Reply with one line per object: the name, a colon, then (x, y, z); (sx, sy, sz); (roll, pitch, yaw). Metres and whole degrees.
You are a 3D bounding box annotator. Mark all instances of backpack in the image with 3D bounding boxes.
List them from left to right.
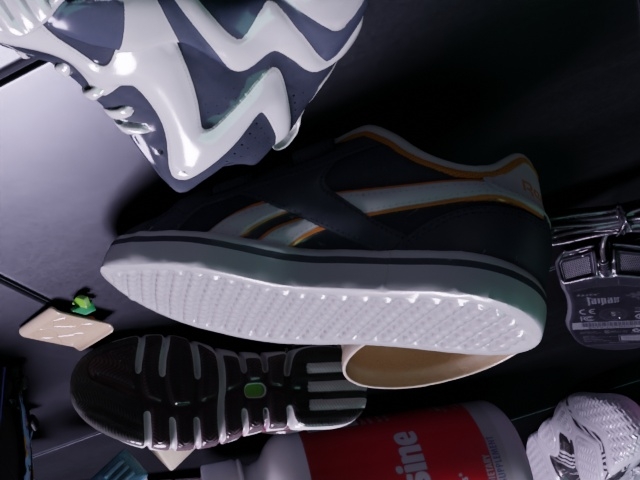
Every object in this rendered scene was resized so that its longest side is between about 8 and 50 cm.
backpack: (-0.327, 0.223, 0.723); (0.117, 0.173, 0.158); (-3, 149, -17)

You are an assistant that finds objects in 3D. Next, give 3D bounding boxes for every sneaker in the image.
sneaker: (-0.101, -0.082, 0.382); (0.235, 0.094, 0.153); (-9, 142, -26)
sneaker: (-0.105, 0.166, 0.789); (0.281, 0.106, 0.162); (5, 160, -13)
sneaker: (0.000, 0.000, 0.547); (0.321, 0.127, 0.126); (2, 151, 24)
sneaker: (0.471, 0.309, 1.208); (0.210, 0.137, 0.366); (-8, 154, -9)

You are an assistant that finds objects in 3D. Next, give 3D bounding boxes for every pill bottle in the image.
pill bottle: (0.055, 0.351, 1.022); (0.408, 0.229, 0.229); (-7, 149, -11)

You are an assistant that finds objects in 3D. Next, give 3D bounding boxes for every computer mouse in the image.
computer mouse: (0.308, 0.022, 0.727); (0.184, 0.060, 0.262); (-9, 144, 27)

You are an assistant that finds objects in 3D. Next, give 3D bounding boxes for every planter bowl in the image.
planter bowl: (0.086, 0.043, 0.644); (0.162, 0.109, 0.162); (-10, 151, -6)

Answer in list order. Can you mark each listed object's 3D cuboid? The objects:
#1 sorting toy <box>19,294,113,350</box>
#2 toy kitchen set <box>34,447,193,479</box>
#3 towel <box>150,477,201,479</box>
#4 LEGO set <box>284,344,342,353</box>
sorting toy: (-0.212, 0.070, 0.671); (0.083, 0.012, 0.062); (-30, 141, 33)
toy kitchen set: (-0.267, 0.224, 0.860); (0.207, 0.166, 0.122); (-43, 158, -23)
towel: (-0.316, 0.436, 1.198); (0.332, 0.053, 0.317); (-1, 148, -18)
LEGO set: (-0.006, 0.101, 0.798); (0.083, 0.023, 0.054); (-18, 149, 36)
